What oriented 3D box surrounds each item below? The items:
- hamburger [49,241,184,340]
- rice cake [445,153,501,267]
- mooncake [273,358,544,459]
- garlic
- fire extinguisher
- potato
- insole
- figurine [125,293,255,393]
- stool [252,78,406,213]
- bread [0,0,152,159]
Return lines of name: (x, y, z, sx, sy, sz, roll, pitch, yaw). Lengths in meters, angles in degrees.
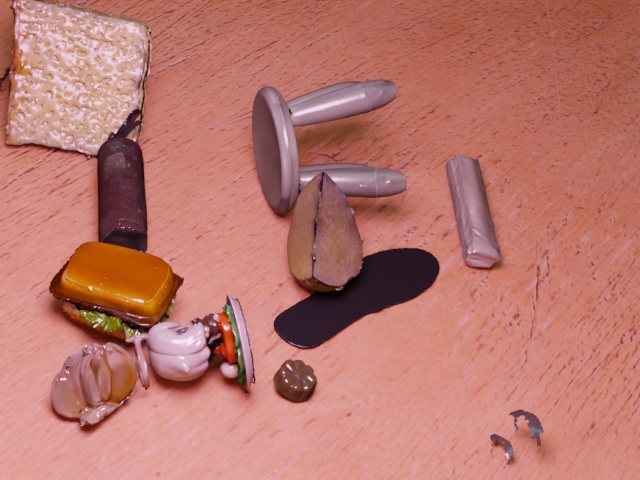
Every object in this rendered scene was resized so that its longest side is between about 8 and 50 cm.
hamburger: (-0.280, 0.075, 1.696, 0.165, 0.087, 0.137, 19, 40, 9)
rice cake: (0.243, -0.051, 2.015, 0.057, 0.052, 0.256, 8, 40, -10)
mooncake: (0.112, 0.225, 1.663, 0.346, 0.057, 0.150, -1, 54, -7)
garlic: (-0.289, 0.176, 1.585, 0.113, 0.094, 0.074, -22, 9, -26)
fire extinguisher: (-0.292, -0.088, 1.876, 0.072, 0.089, 0.268, 30, 32, -33)
potato: (0.000, 0.000, 1.849, 0.100, 0.089, 0.172, 18, 64, -36)
insole: (0.059, 0.078, 1.848, 0.109, 0.007, 0.322, 36, 45, 28)
figurine: (-0.171, 0.148, 1.633, 0.153, 0.132, 0.132, -11, 44, -10)
stool: (0.009, -0.148, 1.942, 0.198, 0.195, 0.195, -7, 8, -16)
bread: (-0.411, -0.268, 2.084, 0.248, 0.279, 0.315, 7, -3, -8)
